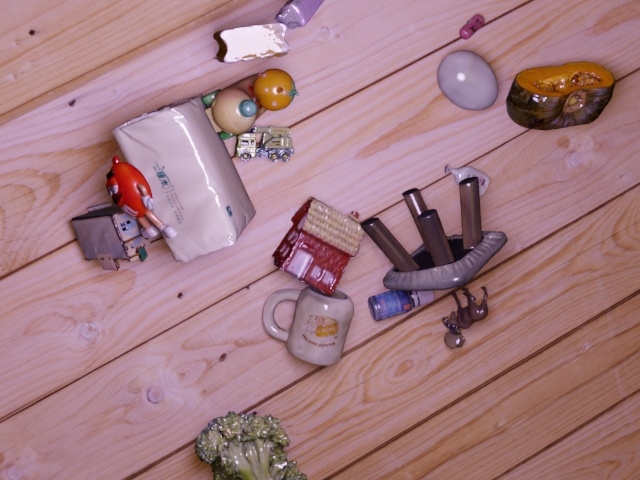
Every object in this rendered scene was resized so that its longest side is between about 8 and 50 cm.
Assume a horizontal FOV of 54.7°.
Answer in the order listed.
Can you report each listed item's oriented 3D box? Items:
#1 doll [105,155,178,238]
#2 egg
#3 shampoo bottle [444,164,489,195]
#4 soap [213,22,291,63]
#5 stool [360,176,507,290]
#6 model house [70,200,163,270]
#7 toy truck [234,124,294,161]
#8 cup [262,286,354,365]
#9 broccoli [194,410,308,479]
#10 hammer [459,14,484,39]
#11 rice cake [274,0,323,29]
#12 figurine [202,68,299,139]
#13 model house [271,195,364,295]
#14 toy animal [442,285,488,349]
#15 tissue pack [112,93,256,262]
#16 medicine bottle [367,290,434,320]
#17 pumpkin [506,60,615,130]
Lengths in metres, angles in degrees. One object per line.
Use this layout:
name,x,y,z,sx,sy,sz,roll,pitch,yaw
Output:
doll,-0.434,-0.097,1.456,0.085,0.183,0.217,-39,115,-32
egg,0.438,-0.469,1.831,0.209,0.151,0.151,35,92,-26
shampoo bottle,0.454,-0.200,1.944,0.152,0.045,0.077,26,95,-16
soap,-0.186,-0.511,1.604,0.174,0.274,0.089,-11,110,-11
stool,0.326,-0.017,1.779,0.310,0.310,0.226,-37,110,-38
model house,-0.511,-0.032,1.681,0.206,0.271,0.178,-32,109,-43
toy truck,-0.160,-0.278,1.764,0.169,0.077,0.100,-1,104,-12
cup,-0.032,0.238,1.883,0.173,0.255,0.202,0,107,-57
broccoli,-0.202,0.687,1.865,0.277,0.317,0.338,-22,145,-21
hammer,0.452,-0.640,1.854,0.083,0.043,0.043,-45,107,0
rice cake,0.002,-0.679,1.628,0.070,0.064,0.399,49,53,-28
figurine,-0.168,-0.378,1.627,0.222,0.324,0.124,-15,111,31
model house,0.000,0.000,1.820,0.196,0.160,0.254,30,91,-18
toy animal,0.457,0.253,1.990,0.094,0.214,0.186,4,70,-23
tissue pack,-0.343,-0.170,1.618,0.207,0.297,0.380,-19,108,10
medicine bottle,0.256,0.190,1.958,0.203,0.083,0.083,-16,105,-12
pumpkin,0.717,-0.449,1.884,0.317,0.221,0.139,-14,132,-9
